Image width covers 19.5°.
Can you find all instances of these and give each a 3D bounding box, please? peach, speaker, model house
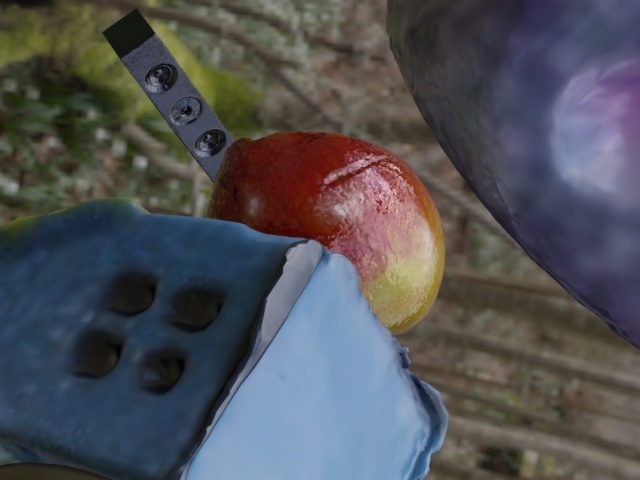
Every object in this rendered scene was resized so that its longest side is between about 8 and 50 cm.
[{"bbox_3d":[0.000,0.000,1.450,0.190,0.190,0.192,-26,99,-46],"label":"peach"},{"bbox_3d":[-0.129,-0.127,1.671,0.040,0.046,0.191,-36,139,0],"label":"speaker"},{"bbox_3d":[-0.106,0.105,1.195,0.215,0.303,0.237,-58,140,-21],"label":"model house"}]

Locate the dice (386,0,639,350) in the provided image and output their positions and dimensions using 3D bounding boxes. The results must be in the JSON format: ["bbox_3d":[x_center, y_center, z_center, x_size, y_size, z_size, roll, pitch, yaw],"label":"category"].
[{"bbox_3d":[0.207,-0.108,0.752,0.270,0.271,0.270,39,28,-16],"label":"dice"}]

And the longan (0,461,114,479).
[{"bbox_3d":[-0.157,0.210,0.916,0.196,0.196,0.220,21,101,-52],"label":"longan"}]
